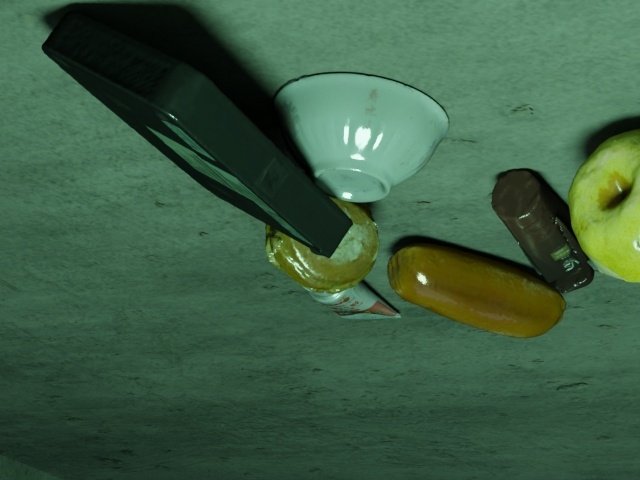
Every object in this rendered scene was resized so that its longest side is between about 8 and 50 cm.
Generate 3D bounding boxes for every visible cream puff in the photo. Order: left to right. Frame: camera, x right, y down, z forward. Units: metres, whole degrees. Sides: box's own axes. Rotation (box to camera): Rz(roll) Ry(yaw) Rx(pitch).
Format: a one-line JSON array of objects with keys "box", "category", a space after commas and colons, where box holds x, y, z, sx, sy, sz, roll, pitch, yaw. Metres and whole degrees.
[{"box": [0.000, -0.003, 1.736, 0.144, 0.126, 0.103, 26, 170, -16], "category": "cream puff"}]

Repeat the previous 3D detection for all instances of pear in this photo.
[{"box": [0.340, -0.027, 1.489, 0.178, 0.178, 0.178, 8, 158, 3], "category": "pear"}]

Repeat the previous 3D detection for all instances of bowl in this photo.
[{"box": [0.036, -0.094, 1.548, 0.189, 0.086, 0.189, 8, 157, 3], "category": "bowl"}]

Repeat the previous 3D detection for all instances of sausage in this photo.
[{"box": [0.197, 0.065, 1.869, 0.238, 0.098, 0.098, 17, 157, -15], "category": "sausage"}]

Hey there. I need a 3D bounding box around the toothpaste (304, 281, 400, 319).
[{"box": [0.034, 0.074, 2.015, 0.089, 0.057, 0.234, -1, 164, 20], "category": "toothpaste"}]

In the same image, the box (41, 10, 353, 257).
[{"box": [-0.119, -0.102, 1.512, 0.211, 0.058, 0.350, 27, 172, 37], "category": "box"}]

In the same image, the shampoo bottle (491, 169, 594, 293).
[{"box": [0.264, -0.002, 1.707, 0.068, 0.067, 0.236, -13, 151, 25], "category": "shampoo bottle"}]
